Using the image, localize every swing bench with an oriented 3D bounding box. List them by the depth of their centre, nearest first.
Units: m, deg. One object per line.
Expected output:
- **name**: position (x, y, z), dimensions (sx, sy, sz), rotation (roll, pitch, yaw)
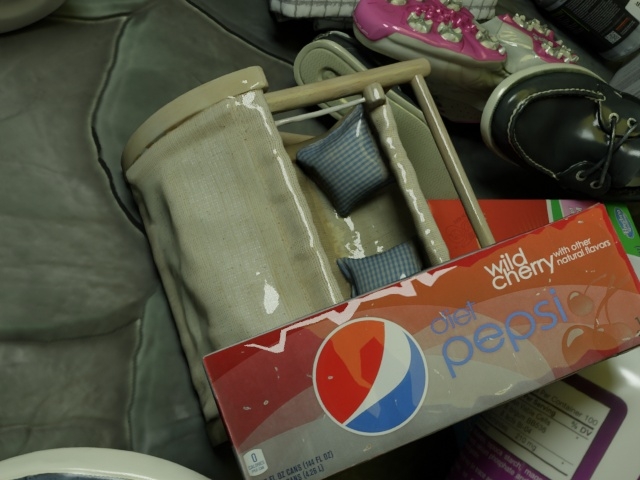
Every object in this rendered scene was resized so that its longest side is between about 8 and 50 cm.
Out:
- **swing bench**: position (0.000, 0.000, 0.602), dimensions (0.254, 0.165, 0.253), rotation (-12, 74, -36)

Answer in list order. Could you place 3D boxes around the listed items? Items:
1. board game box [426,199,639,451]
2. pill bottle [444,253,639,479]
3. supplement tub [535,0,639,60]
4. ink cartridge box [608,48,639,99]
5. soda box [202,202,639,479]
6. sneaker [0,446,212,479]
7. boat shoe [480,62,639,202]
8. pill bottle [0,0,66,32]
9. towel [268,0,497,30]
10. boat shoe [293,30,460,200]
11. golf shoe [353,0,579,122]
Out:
- **board game box**: position (0.249, 0.075, 0.778), dimensions (0.316, 0.064, 0.242), rotation (-2, 67, -32)
- **pill bottle**: position (0.204, 0.168, 0.556), dimensions (0.169, 0.169, 0.302), rotation (31, 88, -14)
- **supplement tub**: position (0.399, -0.364, 1.065), dimensions (0.190, 0.117, 0.117), rotation (32, 53, -14)
- **ink cartridge box**: position (0.522, -0.225, 0.945), dimensions (0.130, 0.309, 0.272), rotation (46, 52, -3)
- **soda box**: position (0.065, 0.068, 0.450), dimensions (0.263, 0.083, 0.092), rotation (-20, 79, -10)
- **sneaker**: position (-0.068, 0.231, 0.405), dimensions (0.349, 0.131, 0.148), rotation (17, 20, -5)
- **boat shoe**: position (0.325, -0.103, 0.811), dimensions (0.340, 0.127, 0.113), rotation (14, 22, -38)
- **pill bottle**: position (-0.309, -0.306, 0.589), dimensions (0.136, 0.136, 0.246), rotation (-30, 84, -38)
- **towel**: position (0.073, -0.353, 0.772), dimensions (0.283, 0.235, 0.121), rotation (-9, 36, -25)
- **boat shoe**: position (0.074, -0.128, 0.769), dimensions (0.233, 0.084, 0.079), rotation (46, 29, -9)
- **golf shoe**: position (0.151, -0.186, 0.798), dimensions (0.306, 0.140, 0.115), rotation (4, 48, -34)
